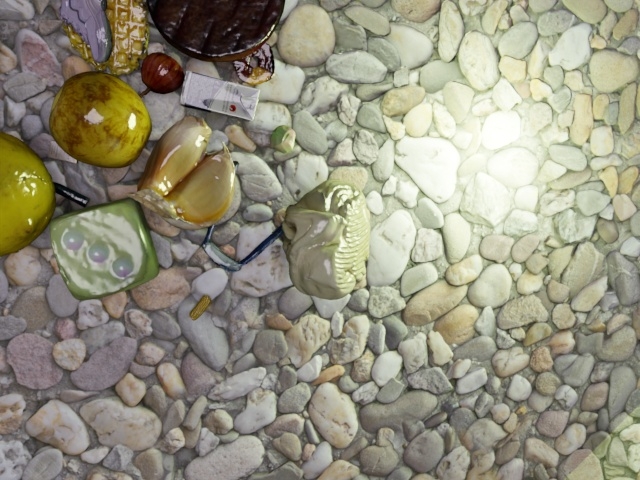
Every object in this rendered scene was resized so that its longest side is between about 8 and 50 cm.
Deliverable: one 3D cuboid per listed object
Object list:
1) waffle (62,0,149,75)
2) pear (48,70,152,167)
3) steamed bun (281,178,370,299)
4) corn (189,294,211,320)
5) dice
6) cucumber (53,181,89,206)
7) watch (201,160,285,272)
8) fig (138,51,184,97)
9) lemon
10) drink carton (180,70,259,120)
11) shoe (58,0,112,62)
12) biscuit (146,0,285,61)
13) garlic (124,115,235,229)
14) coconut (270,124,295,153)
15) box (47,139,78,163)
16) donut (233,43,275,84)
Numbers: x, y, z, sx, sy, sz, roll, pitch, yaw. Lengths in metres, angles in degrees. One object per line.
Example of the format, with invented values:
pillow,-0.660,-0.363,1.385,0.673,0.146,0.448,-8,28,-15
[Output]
waffle,-0.609,-0.632,1.734,0.262,0.060,0.280,-42,100,-1
pear,-0.613,-0.335,1.668,0.281,0.281,0.280,-2,98,-11
steamed bun,0.000,0.000,1.836,0.248,0.339,0.351,4,111,24
corn,-0.386,0.216,1.910,0.037,0.037,0.092,42,87,-14
dice,-0.619,0.019,1.725,0.250,0.254,0.251,-17,99,-12
cucumber,-0.763,-0.143,1.785,0.133,0.032,0.032,28,91,-13
watch,-0.273,-0.063,1.879,0.274,0.068,0.276,-44,103,-3
fig,-0.464,-0.478,1.748,0.129,0.128,0.150,2,77,-12
lemon,-0.915,-0.133,1.605,0.387,0.350,0.349,34,90,18
drink carton,-0.301,-0.427,1.789,0.223,0.134,0.101,12,94,-13
shoe,-0.660,-0.615,1.657,0.138,0.095,0.244,-8,91,-5
biscuit,-0.308,-0.721,1.748,0.408,0.091,0.406,0,86,-6
garlic,-0.399,-0.190,1.755,0.286,0.249,0.313,22,66,13
coconut,-0.118,-0.323,1.871,0.083,0.082,0.081,-21,136,31
box,-0.763,-0.264,1.772,0.083,0.024,0.053,12,95,-14
donut,-0.204,-0.546,1.831,0.141,0.059,0.140,-2,99,-12
